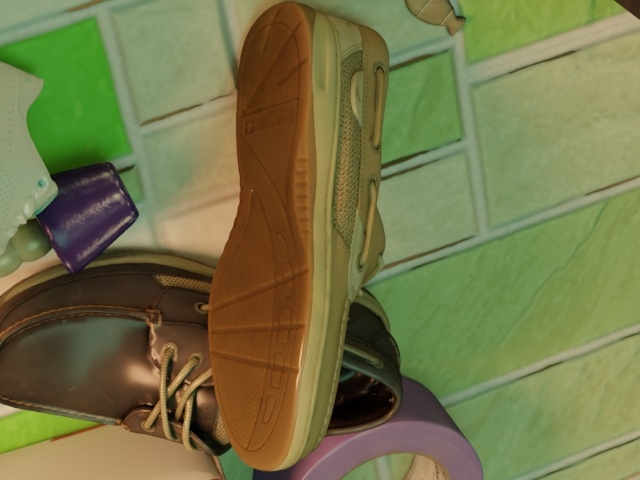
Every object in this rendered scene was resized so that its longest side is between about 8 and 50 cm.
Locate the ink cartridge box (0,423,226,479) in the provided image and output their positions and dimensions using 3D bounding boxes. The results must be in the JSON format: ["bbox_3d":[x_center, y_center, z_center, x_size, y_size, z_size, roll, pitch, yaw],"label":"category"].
[{"bbox_3d":[-0.175,0.311,1.475,0.226,0.131,0.306,-17,123,-14],"label":"ink cartridge box"}]

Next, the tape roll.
[{"bbox_3d":[0.042,0.214,1.542,0.189,0.080,0.189,-11,123,-17],"label":"tape roll"}]

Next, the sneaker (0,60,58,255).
[{"bbox_3d":[-0.230,-0.022,1.239,0.094,0.080,0.212,6,85,-28],"label":"sneaker"}]

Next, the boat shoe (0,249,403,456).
[{"bbox_3d":[-0.091,0.092,1.379,0.355,0.130,0.132,-1,119,-23],"label":"boat shoe"}]

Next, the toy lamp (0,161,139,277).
[{"bbox_3d":[-0.264,0.025,1.300,0.274,0.080,0.080,-27,126,-6],"label":"toy lamp"}]

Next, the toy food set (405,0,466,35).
[{"bbox_3d":[0.079,-0.207,1.344,0.122,0.019,0.078,23,108,-32],"label":"toy food set"}]

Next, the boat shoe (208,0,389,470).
[{"bbox_3d":[0.000,0.000,1.304,0.110,0.121,0.341,9,84,-39],"label":"boat shoe"}]

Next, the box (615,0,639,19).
[{"bbox_3d":[0.295,-0.219,1.276,0.165,0.270,0.143,13,113,-29],"label":"box"}]
